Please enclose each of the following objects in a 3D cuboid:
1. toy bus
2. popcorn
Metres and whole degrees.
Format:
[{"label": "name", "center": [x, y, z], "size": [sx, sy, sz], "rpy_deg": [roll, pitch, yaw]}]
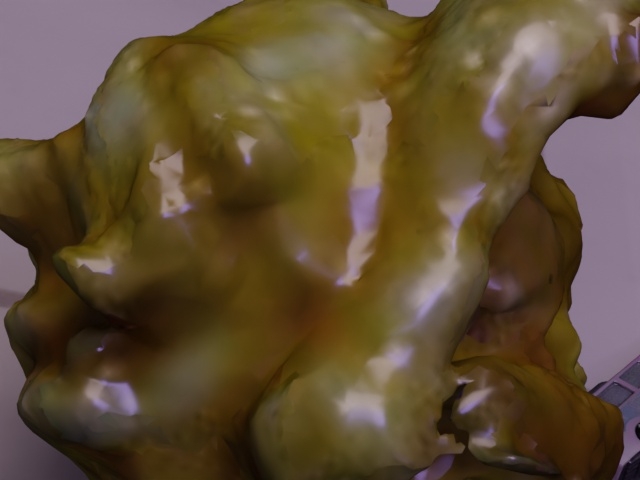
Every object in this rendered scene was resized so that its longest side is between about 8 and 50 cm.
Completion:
[{"label": "toy bus", "center": [0.170, 0.087, 0.911], "size": [0.052, 0.037, 0.131], "rpy_deg": [33, 43, 26]}, {"label": "popcorn", "center": [-0.005, 0.006, 0.782], "size": [0.290, 0.321, 0.325], "rpy_deg": [-11, 65, -11]}]
